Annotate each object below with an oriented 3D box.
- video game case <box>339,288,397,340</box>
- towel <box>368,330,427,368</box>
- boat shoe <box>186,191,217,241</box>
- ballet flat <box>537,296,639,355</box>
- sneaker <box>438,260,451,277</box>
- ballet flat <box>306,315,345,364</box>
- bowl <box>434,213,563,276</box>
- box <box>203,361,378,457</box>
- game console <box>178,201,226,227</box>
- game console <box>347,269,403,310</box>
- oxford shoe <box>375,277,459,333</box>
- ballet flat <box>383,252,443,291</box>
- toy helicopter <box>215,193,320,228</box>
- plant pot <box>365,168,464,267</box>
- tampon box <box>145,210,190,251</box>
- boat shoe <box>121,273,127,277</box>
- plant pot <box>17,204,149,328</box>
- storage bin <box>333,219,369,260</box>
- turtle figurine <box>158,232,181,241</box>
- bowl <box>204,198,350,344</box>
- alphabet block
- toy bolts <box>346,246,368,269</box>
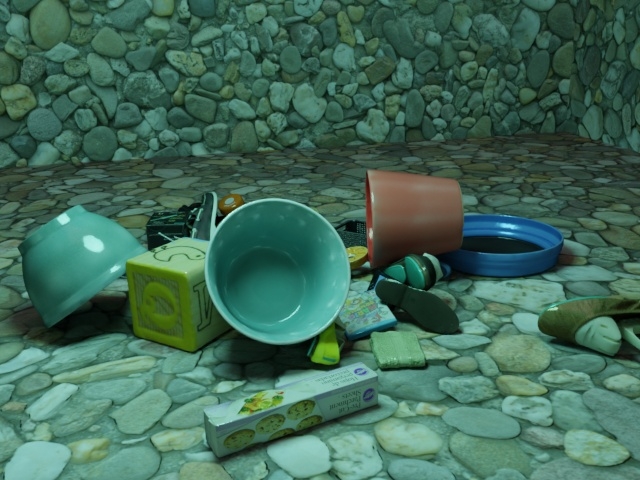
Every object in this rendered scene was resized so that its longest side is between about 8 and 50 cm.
[{"bbox_3d":[0.099,0.172,1.607,0.119,0.015,0.166,-17,25,-7],"label":"video game case"},{"bbox_3d":[0.163,0.230,1.464,0.110,0.027,0.148,-3,18,-2],"label":"towel"},{"bbox_3d":[-0.368,-0.052,2.107,0.091,0.114,0.302,6,35,-13],"label":"boat shoe"},{"bbox_3d":[0.646,0.188,1.466,0.342,0.116,0.124,-1,37,-10],"label":"ballet flat"},{"bbox_3d":[0.281,0.086,1.856,0.144,0.053,0.059,-3,17,22],"label":"sneaker"},{"bbox_3d":[0.017,0.204,1.507,0.077,0.077,0.231,19,21,-4],"label":"ballet flat"},{"bbox_3d":[0.510,0.011,2.024,0.391,0.077,0.391,-1,18,0],"label":"bowl"},{"bbox_3d":[-0.046,0.296,1.220,0.324,0.067,0.063,-10,21,-28],"label":"box"},{"bbox_3d":[-0.394,-0.077,2.419,0.213,0.044,0.361,-9,20,-26],"label":"game console"},{"bbox_3d":[0.132,0.130,1.708,0.071,0.107,0.122,21,5,-33],"label":"game console"},{"bbox_3d":[0.233,0.151,1.602,0.212,0.076,0.076,30,0,24],"label":"oxford shoe"},{"bbox_3d":[0.242,0.074,1.707,0.096,0.095,0.280,-15,2,-14],"label":"ballet flat"},{"bbox_3d":[-0.170,-0.039,2.115,0.355,0.140,0.235,-7,38,19],"label":"toy helicopter"},{"bbox_3d":[0.249,-0.066,1.851,0.243,0.275,0.275,-3,18,1],"label":"plant pot"},{"bbox_3d":[-0.476,-0.024,2.163,0.120,0.101,0.161,-2,17,-3],"label":"tampon box"},{"bbox_3d":[-0.518,0.073,1.951,0.183,0.066,0.066,11,15,6],"label":"boat shoe"},{"bbox_3d":[-0.582,0.041,1.620,0.293,0.196,0.293,-35,10,7],"label":"plant pot"},{"bbox_3d":[0.138,0.001,2.072,0.180,0.084,0.122,11,21,30],"label":"storage bin"},{"bbox_3d":[-0.407,0.076,1.837,0.234,0.118,0.175,25,44,24],"label":"turtle figurine"},{"bbox_3d":[-0.105,0.081,1.482,0.311,0.311,0.163,-8,-15,-18],"label":"bowl"},{"bbox_3d":[-0.305,0.118,1.580,0.192,0.193,0.197,7,20,30],"label":"alphabet block"},{"bbox_3d":[0.000,0.000,1.908,0.218,0.158,0.228,-21,21,-12],"label":"toy bolts"}]
